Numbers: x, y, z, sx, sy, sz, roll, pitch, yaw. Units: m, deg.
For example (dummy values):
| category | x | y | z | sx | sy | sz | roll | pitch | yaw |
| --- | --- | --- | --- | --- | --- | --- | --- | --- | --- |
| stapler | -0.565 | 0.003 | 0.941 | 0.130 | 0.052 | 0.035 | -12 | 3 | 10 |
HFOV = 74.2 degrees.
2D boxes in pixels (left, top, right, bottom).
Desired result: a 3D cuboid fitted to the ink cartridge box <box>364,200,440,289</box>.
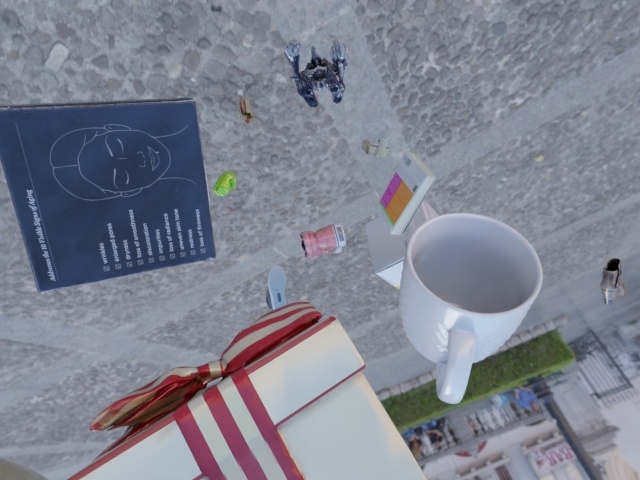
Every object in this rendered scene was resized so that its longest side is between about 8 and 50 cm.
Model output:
| category | x | y | z | sx | sy | sz | roll | pitch | yaw |
| --- | --- | --- | --- | --- | --- | --- | --- | --- | --- |
| ink cartridge box | 0.301 | 0.034 | 1.291 | 0.197 | 0.198 | 0.270 | -31 | 135 | 27 |

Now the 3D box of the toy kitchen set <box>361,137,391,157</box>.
| category | x | y | z | sx | sy | sz | roll | pitch | yaw |
| --- | --- | --- | --- | --- | --- | --- | --- | --- | --- |
| toy kitchen set | 0.204 | -0.346 | 1.518 | 0.084 | 0.075 | 0.068 | 3 | 122 | -17 |

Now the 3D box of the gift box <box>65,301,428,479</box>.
| category | x | y | z | sx | sy | sz | roll | pitch | yaw |
| --- | --- | --- | --- | --- | --- | --- | --- | --- | --- |
| gift box | -0.062 | 0.225 | 0.404 | 0.255 | 0.258 | 0.276 | -28 | 172 | -20 |

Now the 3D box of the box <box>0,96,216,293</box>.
| category | x | y | z | sx | sy | sz | roll | pitch | yaw |
| --- | --- | --- | --- | --- | --- | --- | --- | --- | --- |
| box | -0.595 | -0.157 | 1.231 | 0.473 | 0.297 | 0.478 | -12 | 111 | -26 |

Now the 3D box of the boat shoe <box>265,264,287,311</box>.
| category | x | y | z | sx | sy | sz | roll | pitch | yaw |
| --- | --- | --- | --- | --- | --- | --- | --- | --- | --- |
| boat shoe | -0.162 | 0.169 | 1.464 | 0.065 | 0.083 | 0.183 | -10 | 103 | -29 |

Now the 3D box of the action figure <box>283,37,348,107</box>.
| category | x | y | z | sx | sy | sz | roll | pitch | yaw |
| --- | --- | --- | --- | --- | --- | --- | --- | --- | --- |
| action figure | -0.004 | -0.444 | 1.078 | 0.164 | 0.275 | 0.140 | -9 | 128 | 1 |

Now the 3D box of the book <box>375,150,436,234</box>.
| category | x | y | z | sx | sy | sz | roll | pitch | yaw |
| --- | --- | --- | --- | --- | --- | --- | --- | --- | --- |
| book | 0.167 | -0.096 | 0.865 | 0.035 | 0.096 | 0.144 | 5 | 129 | -28 |

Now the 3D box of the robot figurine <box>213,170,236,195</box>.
| category | x | y | z | sx | sy | sz | roll | pitch | yaw |
| --- | --- | --- | --- | --- | --- | --- | --- | --- | --- |
| robot figurine | -0.392 | -0.238 | 1.748 | 0.101 | 0.115 | 0.067 | 8 | 151 | 42 |

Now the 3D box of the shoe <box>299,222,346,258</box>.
| category | x | y | z | sx | sy | sz | roll | pitch | yaw |
| --- | --- | --- | --- | --- | --- | --- | --- | --- | --- |
| shoe | 0.000 | 0.000 | 0.861 | 0.081 | 0.063 | 0.178 | -13 | 177 | -4 |

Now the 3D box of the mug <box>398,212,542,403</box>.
| category | x | y | z | sx | sy | sz | roll | pitch | yaw |
| --- | --- | --- | --- | --- | --- | --- | --- | --- | --- |
| mug | 0.309 | 0.180 | 0.968 | 0.277 | 0.373 | 0.327 | 10 | 140 | 10 |

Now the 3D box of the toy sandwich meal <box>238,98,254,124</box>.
| category | x | y | z | sx | sy | sz | roll | pitch | yaw |
| --- | --- | --- | --- | --- | --- | --- | --- | --- | --- |
| toy sandwich meal | -0.247 | -0.433 | 1.418 | 0.029 | 0.085 | 0.085 | -12 | 153 | 14 |

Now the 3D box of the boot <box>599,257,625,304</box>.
| category | x | y | z | sx | sy | sz | roll | pitch | yaw |
| --- | --- | --- | --- | --- | --- | --- | --- | --- | --- |
| boot | 0.612 | 0.076 | 0.882 | 0.118 | 0.042 | 0.086 | -34 | 121 | -43 |

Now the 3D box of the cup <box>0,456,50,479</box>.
| category | x | y | z | sx | sy | sz | roll | pitch | yaw |
| --- | --- | --- | --- | --- | --- | --- | --- | --- | --- |
| cup | -0.617 | 0.464 | 0.648 | 0.332 | 0.331 | 0.236 | -16 | 124 | -13 |
